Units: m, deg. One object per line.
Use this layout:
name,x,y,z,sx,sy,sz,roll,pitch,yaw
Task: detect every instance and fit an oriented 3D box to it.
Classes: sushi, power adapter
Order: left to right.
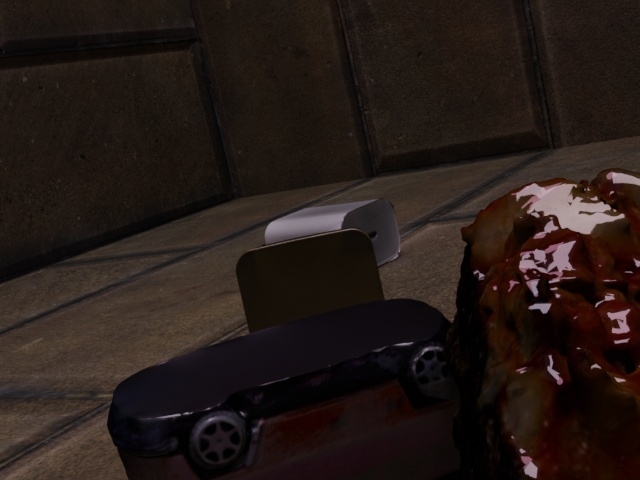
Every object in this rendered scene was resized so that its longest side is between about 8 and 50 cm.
power adapter,0.000,0.000,1.642,0.255,0.124,0.187,-4,12,38
sushi,0.185,0.078,0.540,0.196,0.182,0.343,11,33,-2

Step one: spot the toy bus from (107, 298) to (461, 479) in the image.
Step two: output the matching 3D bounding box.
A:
toy bus,-0.010,0.150,0.693,0.302,0.147,0.127,-16,13,-19

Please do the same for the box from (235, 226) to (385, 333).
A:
box,-0.012,0.062,1.238,0.201,0.144,0.090,-13,6,6
